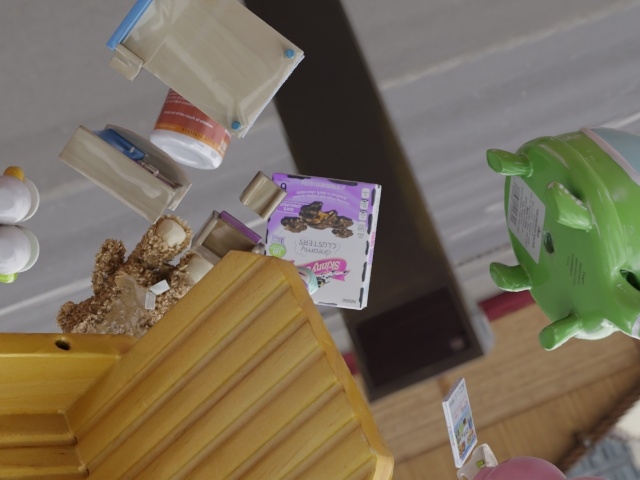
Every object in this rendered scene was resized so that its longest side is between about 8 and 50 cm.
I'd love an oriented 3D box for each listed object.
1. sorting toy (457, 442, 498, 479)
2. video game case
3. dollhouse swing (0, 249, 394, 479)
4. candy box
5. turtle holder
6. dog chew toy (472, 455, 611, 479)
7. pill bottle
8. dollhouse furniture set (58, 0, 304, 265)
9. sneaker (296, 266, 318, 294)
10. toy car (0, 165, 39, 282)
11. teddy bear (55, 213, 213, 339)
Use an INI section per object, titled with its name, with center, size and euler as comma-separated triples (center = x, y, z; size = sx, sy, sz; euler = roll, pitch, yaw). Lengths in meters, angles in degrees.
[sorting toy]
center = 0.275, 0.413, 2.242
size = 0.075, 0.083, 0.045
euler = -29, 128, 19
[video game case]
center = 0.230, 0.299, 2.102
size = 0.011, 0.122, 0.087
euler = -4, -160, 27
[dollhouse swing]
center = -0.175, 0.186, 1.063
size = 0.315, 0.347, 0.305
euler = 5, 135, -39
[candy box]
center = 0.000, 0.000, 1.985
size = 0.164, 0.196, 0.070
euler = 7, -177, 8
[turtle holder]
center = 0.348, -0.012, 1.465
size = 0.227, 0.243, 0.320
euler = -13, -172, -16
[dog chew toy]
center = 0.304, 0.359, 1.412
size = 0.206, 0.332, 0.207
euler = -35, 142, -33
[pill bottle]
center = -0.178, -0.232, 2.022
size = 0.121, 0.216, 0.121
euler = 19, 167, 5
[dollhouse furniture set]
center = -0.123, -0.162, 1.564
size = 0.303, 0.286, 0.198
euler = -54, -177, 6
[sneaker]
center = -0.057, 0.049, 1.314
size = 0.069, 0.038, 0.098
euler = -30, -160, -37
[toy car]
center = -0.512, -0.025, 1.980
size = 0.136, 0.182, 0.159
euler = 0, -178, -6
[teddy bear]
center = -0.339, 0.103, 2.405
size = 0.338, 0.245, 0.113
euler = -59, -177, 11
